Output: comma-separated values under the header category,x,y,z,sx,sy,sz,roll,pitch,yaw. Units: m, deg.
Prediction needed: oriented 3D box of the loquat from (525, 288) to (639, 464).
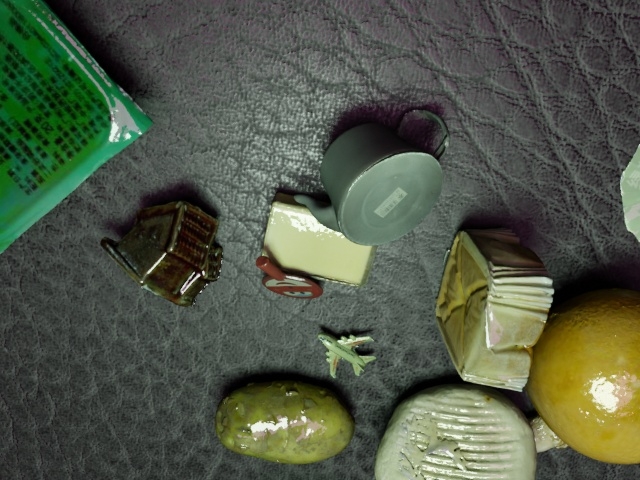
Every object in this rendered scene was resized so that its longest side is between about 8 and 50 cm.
category,x,y,z,sx,sy,sz,roll,pitch,yaw
loquat,0.447,0.204,0.911,0.263,0.263,0.263,0,111,1

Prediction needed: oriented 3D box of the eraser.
category,x,y,z,sx,sy,sz,roll,pitch,yaw
eraser,0.000,0.000,0.935,0.172,0.058,0.117,11,115,-3

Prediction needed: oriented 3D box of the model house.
category,x,y,z,sx,sy,sz,roll,pitch,yaw
model house,-0.221,0.013,0.935,0.152,0.106,0.165,-46,140,5

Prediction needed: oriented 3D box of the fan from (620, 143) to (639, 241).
category,x,y,z,sx,sy,sz,roll,pitch,yaw
fan,0.536,-0.106,0.918,0.131,0.009,0.240,19,111,-4

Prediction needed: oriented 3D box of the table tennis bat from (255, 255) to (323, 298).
category,x,y,z,sx,sy,sz,roll,pitch,yaw
table tennis bat,-0.055,0.062,0.937,0.098,0.019,0.154,-1,155,26

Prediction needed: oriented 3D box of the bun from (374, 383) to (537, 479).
category,x,y,z,sx,sy,sz,roll,pitch,yaw
bun,0.227,0.374,1.014,0.273,0.168,0.272,-4,71,12

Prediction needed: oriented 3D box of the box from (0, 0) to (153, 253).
category,x,y,z,sx,sy,sz,roll,pitch,yaw
box,-0.438,-0.172,0.850,0.337,0.106,0.264,-35,107,14

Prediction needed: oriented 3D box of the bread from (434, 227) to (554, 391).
category,x,y,z,sx,sy,sz,roll,pitch,yaw
bread,0.258,0.094,0.894,0.110,0.210,0.192,5,111,-6

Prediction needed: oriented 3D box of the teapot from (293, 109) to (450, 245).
category,x,y,z,sx,sy,sz,roll,pitch,yaw
teapot,0.077,-0.104,0.861,0.239,0.149,0.162,-36,138,3

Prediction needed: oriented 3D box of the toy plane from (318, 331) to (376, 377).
category,x,y,z,sx,sy,sz,roll,pitch,yaw
toy plane,0.039,0.188,1.020,0.111,0.040,0.102,38,105,-12

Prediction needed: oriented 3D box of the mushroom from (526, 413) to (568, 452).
category,x,y,z,sx,sy,sz,roll,pitch,yaw
mushroom,0.353,0.376,1.080,0.209,0.071,0.084,-38,138,17

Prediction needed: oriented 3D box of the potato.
category,x,y,z,sx,sy,sz,roll,pitch,yaw
potato,-0.058,0.314,1.037,0.251,0.113,0.149,0,104,-9
